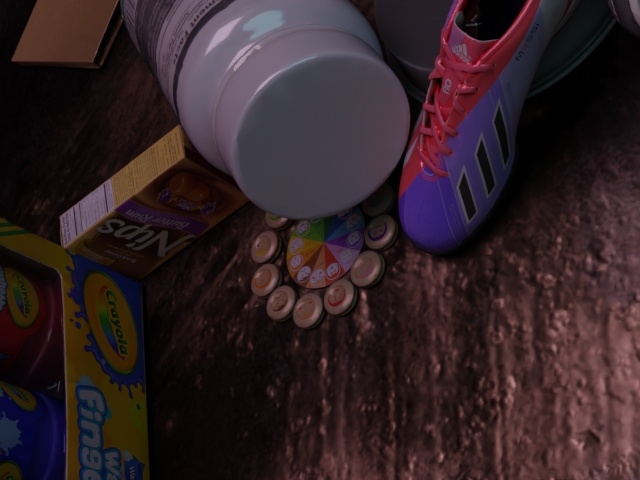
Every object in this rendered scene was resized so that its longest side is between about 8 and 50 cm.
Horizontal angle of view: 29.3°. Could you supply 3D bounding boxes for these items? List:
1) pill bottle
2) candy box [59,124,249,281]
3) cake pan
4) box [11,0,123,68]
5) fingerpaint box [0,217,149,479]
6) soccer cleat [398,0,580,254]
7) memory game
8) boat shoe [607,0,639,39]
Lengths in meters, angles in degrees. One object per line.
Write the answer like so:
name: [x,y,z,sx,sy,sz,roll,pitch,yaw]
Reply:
pill bottle: [-0.061,-0.183,1.211,0.204,0.204,0.361,-47,39,11]
candy box: [-0.179,-0.035,1.325,0.187,0.109,0.053,-34,49,24]
cake pan: [0.169,-0.264,1.183,0.293,0.054,0.293,-21,55,32]
box: [-0.334,-0.312,1.677,0.201,0.021,0.164,9,74,44]
fingerpaint box: [-0.344,0.190,1.158,0.163,0.371,0.445,-30,50,29]
soccer cleat: [0.130,-0.134,1.049,0.109,0.116,0.318,32,109,27]
memory game: [0.000,0.000,1.216,0.186,0.012,0.186,-20,55,32]
boat shoe: [0.292,-0.302,1.067,0.095,0.112,0.335,-20,48,54]
